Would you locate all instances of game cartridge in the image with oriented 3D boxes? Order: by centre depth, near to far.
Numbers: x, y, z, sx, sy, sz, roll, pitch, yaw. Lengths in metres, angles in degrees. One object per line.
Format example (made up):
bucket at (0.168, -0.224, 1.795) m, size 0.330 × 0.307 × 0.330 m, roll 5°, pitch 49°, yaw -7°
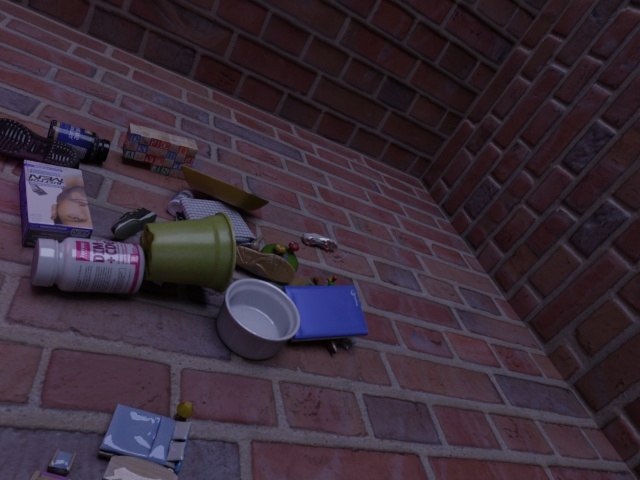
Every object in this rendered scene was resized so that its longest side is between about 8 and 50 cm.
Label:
game cartridge at (0.106, 0.402, 1.827) m, size 0.056 × 0.017 × 0.083 m, roll 39°, pitch 28°, yaw 18°

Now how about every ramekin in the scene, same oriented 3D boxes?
ramekin at (-0.221, 0.274, 1.564) m, size 0.277 × 0.135 × 0.277 m, roll 25°, pitch 28°, yaw -15°

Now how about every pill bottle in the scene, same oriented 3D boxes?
pill bottle at (-0.693, 0.075, 1.365) m, size 0.283 × 0.160 × 0.160 m, roll 8°, pitch 37°, yaw -39°
pill bottle at (-0.984, -0.396, 1.851) m, size 0.219 × 0.123 × 0.123 m, roll 14°, pitch 33°, yaw -35°
pill bottle at (-0.589, -0.162, 1.936) m, size 0.078 × 0.078 × 0.137 m, roll 28°, pitch 28°, yaw -9°

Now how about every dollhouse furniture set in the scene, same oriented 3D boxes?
dollhouse furniture set at (-0.431, 0.440, 1.018) m, size 0.286 × 0.198 × 0.303 m, roll 25°, pitch 28°, yaw -15°

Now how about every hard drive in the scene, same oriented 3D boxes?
hard drive at (0.018, 0.273, 1.741) m, size 0.318 × 0.040 × 0.210 m, roll 3°, pitch 57°, yaw -29°

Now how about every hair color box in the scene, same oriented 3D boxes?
hair color box at (-0.894, -0.121, 1.530) m, size 0.185 × 0.110 × 0.339 m, roll 7°, pitch 39°, yaw -41°

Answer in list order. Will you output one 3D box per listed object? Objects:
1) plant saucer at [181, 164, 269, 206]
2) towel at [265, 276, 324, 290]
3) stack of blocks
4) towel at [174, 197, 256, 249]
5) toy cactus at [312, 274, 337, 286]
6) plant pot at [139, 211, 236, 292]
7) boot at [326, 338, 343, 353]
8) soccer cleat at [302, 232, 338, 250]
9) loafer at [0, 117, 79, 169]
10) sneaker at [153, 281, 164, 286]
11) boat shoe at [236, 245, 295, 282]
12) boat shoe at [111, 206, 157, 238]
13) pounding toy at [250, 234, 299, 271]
plant saucer at (-0.429, -0.219, 2.049) m, size 0.332 × 0.081 × 0.333 m, roll 22°, pitch 2°, yaw 9°
towel at (-0.069, 0.263, 1.846) m, size 0.370 × 0.040 × 0.271 m, roll -1°, pitch 44°, yaw -49°
stack of blocks at (-0.732, -0.400, 2.067) m, size 0.297 × 0.171 × 0.087 m, roll 10°, pitch 35°, yaw -35°
towel at (-0.439, -0.047, 1.873) m, size 0.283 × 0.121 × 0.235 m, roll 2°, pitch 42°, yaw -47°
toy cactus at (0.023, 0.234, 1.863) m, size 0.180 × 0.112 × 0.219 m, roll -17°, pitch 65°, yaw -45°
plant pot at (-0.448, 0.037, 1.494) m, size 0.253 × 0.276 × 0.276 m, roll 2°, pitch 40°, yaw -33°
boot at (0.056, 0.386, 1.764) m, size 0.086 × 0.042 × 0.118 m, roll -3°, pitch 38°, yaw -38°
soccer cleat at (0.000, 0.000, 2.303) m, size 0.196 × 0.068 × 0.076 m, roll 14°, pitch 30°, yaw -27°
loafer at (-1.071, -0.328, 1.691) m, size 0.365 × 0.130 × 0.134 m, roll 24°, pitch 69°, yaw -2°
sneaker at (-0.550, 0.088, 1.596) m, size 0.071 × 0.068 × 0.170 m, roll 24°, pitch 29°, yaw -5°
boat shoe at (-0.235, 0.099, 1.861) m, size 0.277 × 0.096 × 0.098 m, roll 24°, pitch 73°, yaw -6°
boat shoe at (-0.700, -0.068, 1.679) m, size 0.068 × 0.081 × 0.228 m, roll 32°, pitch 21°, yaw 4°
pounding toy at (-0.183, 0.037, 2.005) m, size 0.236 × 0.110 × 0.183 m, roll 35°, pitch 28°, yaw 3°
